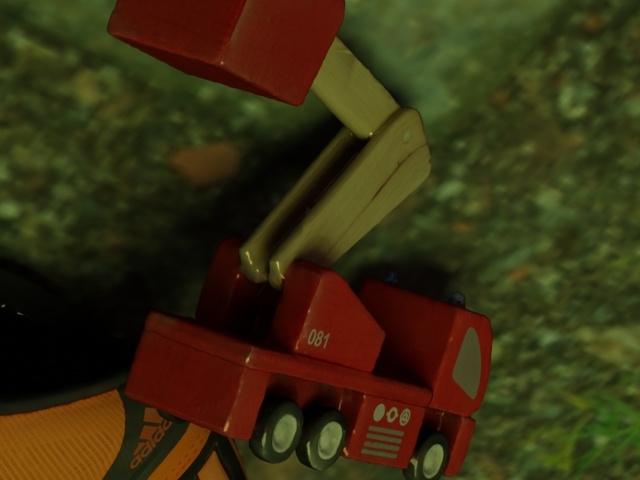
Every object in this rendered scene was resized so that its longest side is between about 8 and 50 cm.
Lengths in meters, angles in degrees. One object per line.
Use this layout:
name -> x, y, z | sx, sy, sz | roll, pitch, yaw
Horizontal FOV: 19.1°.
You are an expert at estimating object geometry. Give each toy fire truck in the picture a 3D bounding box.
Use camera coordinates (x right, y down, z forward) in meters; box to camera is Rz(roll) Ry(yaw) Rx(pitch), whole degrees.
toy fire truck -> 0.000, 0.000, 0.590 | 0.192, 0.047, 0.135 | 18, 90, -53

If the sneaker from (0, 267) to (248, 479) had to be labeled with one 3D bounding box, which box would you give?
sneaker -> -0.184, 0.100, 0.615 | 0.321, 0.124, 0.180 | -20, 129, -12
